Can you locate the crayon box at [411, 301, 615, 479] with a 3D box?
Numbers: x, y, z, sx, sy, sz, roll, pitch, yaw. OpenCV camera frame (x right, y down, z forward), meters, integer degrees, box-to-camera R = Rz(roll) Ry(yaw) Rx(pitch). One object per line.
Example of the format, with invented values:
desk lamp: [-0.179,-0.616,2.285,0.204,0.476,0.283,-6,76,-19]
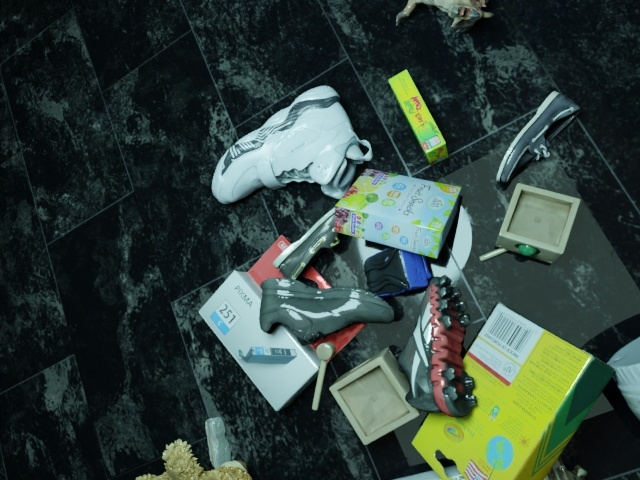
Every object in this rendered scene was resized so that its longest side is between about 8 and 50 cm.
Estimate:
crayon box: [0.315,0.293,0.782,0.318,0.081,0.202,-58,28,4]

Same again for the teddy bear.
teddy bear: [-0.264,0.548,0.974,0.245,0.113,0.338,48,118,10]

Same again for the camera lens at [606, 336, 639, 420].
camera lens: [0.610,0.262,0.666,0.219,0.219,0.274,-34,73,12]

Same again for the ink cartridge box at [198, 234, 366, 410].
ink cartridge box: [-0.093,0.173,1.007,0.261,0.066,0.296,-48,71,8]

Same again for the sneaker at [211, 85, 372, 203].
sneaker: [-0.065,-0.159,1.003,0.366,0.137,0.210,-38,70,7]

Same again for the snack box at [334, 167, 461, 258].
snack box: [0.156,-0.062,0.897,0.207,0.174,0.070,16,129,19]

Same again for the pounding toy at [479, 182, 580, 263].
pounding toy: [0.392,-0.017,0.858,0.130,0.100,0.141,20,79,20]

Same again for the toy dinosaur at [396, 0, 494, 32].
toy dinosaur: [0.282,-0.553,0.952,0.201,0.127,0.295,16,76,13]

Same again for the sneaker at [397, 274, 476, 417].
sneaker: [0.209,0.195,0.855,0.135,0.098,0.275,-28,43,40]

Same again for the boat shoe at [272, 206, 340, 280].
boat shoe: [0.000,0.000,0.992,0.228,0.081,0.068,-42,85,5]

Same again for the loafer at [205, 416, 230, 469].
loafer: [-0.236,0.468,1.031,0.039,0.045,0.125,-17,79,36]

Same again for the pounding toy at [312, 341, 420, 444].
pounding toy: [0.071,0.288,0.913,0.181,0.094,0.206,-36,79,15]

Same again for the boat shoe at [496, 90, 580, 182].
boat shoe: [0.420,-0.192,0.873,0.065,0.075,0.206,36,91,23]

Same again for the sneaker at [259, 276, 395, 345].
sneaker: [0.008,0.157,0.932,0.287,0.109,0.130,4,71,14]

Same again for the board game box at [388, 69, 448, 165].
board game box: [0.207,-0.255,0.946,0.043,0.092,0.181,-27,75,15]

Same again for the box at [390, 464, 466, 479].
box: [0.180,0.494,0.867,0.324,0.067,0.063,-22,76,14]

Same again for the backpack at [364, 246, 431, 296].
backpack: [0.155,0.067,0.918,0.120,0.101,0.097,-26,69,48]

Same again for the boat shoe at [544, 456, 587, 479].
boat shoe: [0.418,0.421,0.780,0.095,0.095,0.257,-26,74,8]
